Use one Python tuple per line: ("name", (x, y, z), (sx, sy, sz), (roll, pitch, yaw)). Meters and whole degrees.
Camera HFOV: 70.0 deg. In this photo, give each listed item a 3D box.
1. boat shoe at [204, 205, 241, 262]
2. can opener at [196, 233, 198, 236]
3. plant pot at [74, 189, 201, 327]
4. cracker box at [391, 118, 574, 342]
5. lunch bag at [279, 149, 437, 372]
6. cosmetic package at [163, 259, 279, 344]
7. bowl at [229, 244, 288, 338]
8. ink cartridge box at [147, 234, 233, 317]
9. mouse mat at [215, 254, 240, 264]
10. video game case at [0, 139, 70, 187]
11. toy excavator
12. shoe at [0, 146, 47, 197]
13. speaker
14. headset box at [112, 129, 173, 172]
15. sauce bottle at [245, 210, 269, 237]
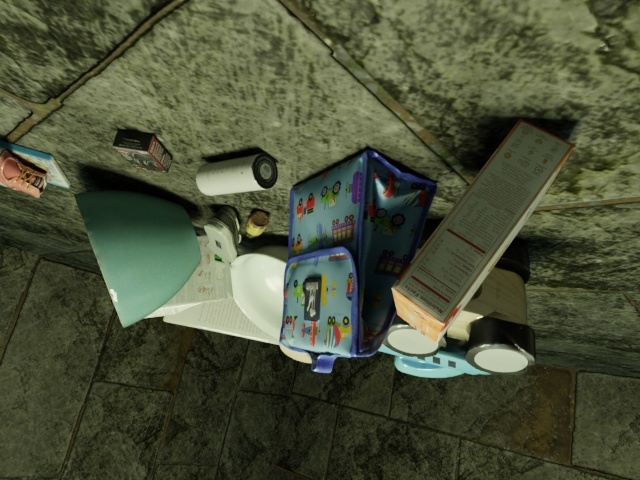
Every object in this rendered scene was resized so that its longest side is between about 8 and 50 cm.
("boat shoe", (-0.213, -0.010, 1.045), (0.078, 0.070, 0.219), (31, 158, 1))
("can opener", (-0.381, -0.022, 1.195), (0.059, 0.073, 0.186), (48, 173, 22))
("plant pot", (-0.374, 0.014, 0.983), (0.195, 0.290, 0.290), (-21, 177, -24))
("cracker box", (0.178, 0.000, 0.525), (0.067, 0.232, 0.156), (36, 173, 20))
("lunch bag", (0.032, 0.049, 0.684), (0.138, 0.293, 0.221), (20, 162, -27))
("cosmetic package", (-0.271, 0.213, 1.560), (0.453, 0.230, 0.161), (15, 166, -10))
("bowl", (-0.082, 0.116, 1.183), (0.298, 0.134, 0.298), (18, 133, 20))
("ink cartridge box", (-0.342, 0.084, 1.134), (0.232, 0.189, 0.066), (-4, 154, -15))
("mouse mat", (-0.313, 0.059, 1.483), (0.190, 0.007, 0.152), (5, 162, 27))
("video game case", (-0.597, -0.157, 0.943), (0.119, 0.015, 0.166), (16, 164, -13))
("toy excavator", (0.141, 0.174, 0.917), (0.433, 0.222, 0.445), (13, 143, 1))
("shoe", (-0.588, -0.130, 0.894), (0.081, 0.063, 0.178), (18, 168, -23))
("speaker", (-0.135, -0.102, 0.722), (0.136, 0.055, 0.055), (-2, 159, 38))
("headset box", (-0.285, -0.143, 0.732), (0.062, 0.032, 0.083), (10, 165, 8))
("sauce bottle", (-0.142, -0.030, 0.993), (0.042, 0.042, 0.128), (16, 162, -14))
